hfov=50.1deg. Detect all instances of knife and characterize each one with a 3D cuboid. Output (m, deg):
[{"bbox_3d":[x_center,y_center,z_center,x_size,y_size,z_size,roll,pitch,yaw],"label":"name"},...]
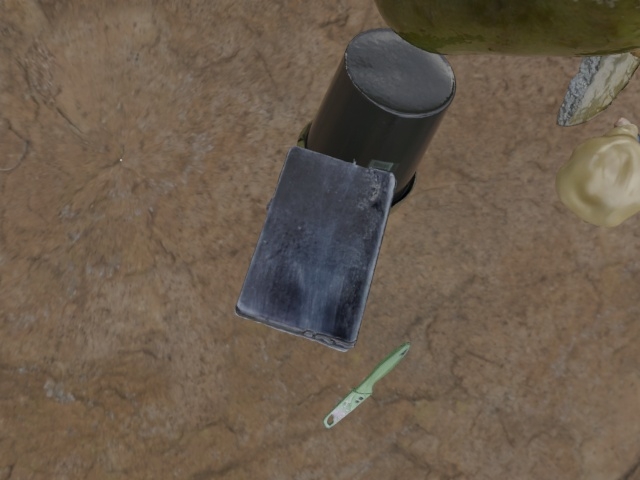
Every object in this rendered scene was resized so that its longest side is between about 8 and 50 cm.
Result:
[{"bbox_3d":[0.067,0.213,0.996,0.030,0.014,0.207,29,120,-22],"label":"knife"}]

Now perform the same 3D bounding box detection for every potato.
[{"bbox_3d":[0.165,-0.235,0.511,0.173,0.307,0.210,-36,135,-40],"label":"potato"}]

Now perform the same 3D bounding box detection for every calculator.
[{"bbox_3d":[0.000,0.000,0.888,0.161,0.021,0.261,18,64,-1],"label":"calculator"}]

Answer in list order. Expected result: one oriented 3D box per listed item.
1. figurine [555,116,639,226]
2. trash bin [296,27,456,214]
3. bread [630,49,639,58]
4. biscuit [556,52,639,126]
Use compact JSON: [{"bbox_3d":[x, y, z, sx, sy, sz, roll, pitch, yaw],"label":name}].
[{"bbox_3d":[0.370,-0.099,0.872,0.108,0.114,0.196,49,41,-6],"label":"figurine"},{"bbox_3d":[0.074,-0.163,1.121,0.214,0.334,0.214,7,56,-10],"label":"trash bin"},{"bbox_3d":[0.285,-0.236,0.649,0.114,0.189,0.077,10,130,-21],"label":"bread"},{"bbox_3d":[0.483,-0.312,1.108,0.141,0.038,0.290,6,109,-38],"label":"biscuit"}]
